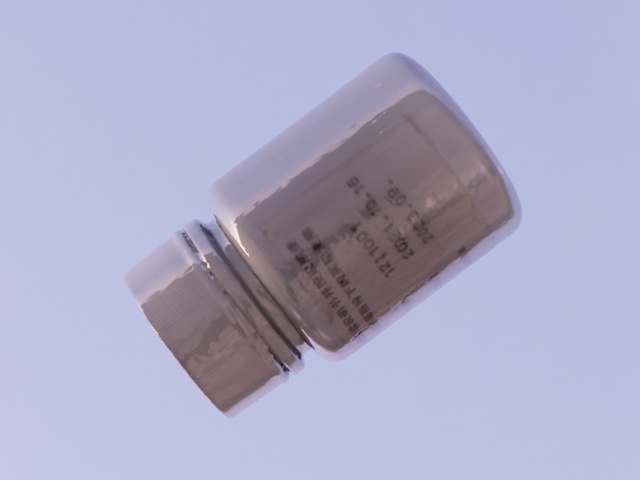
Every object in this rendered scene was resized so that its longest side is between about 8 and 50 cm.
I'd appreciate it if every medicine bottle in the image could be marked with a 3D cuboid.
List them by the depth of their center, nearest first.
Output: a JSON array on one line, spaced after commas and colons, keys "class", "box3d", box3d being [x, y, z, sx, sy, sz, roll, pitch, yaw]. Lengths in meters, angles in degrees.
[{"class": "medicine bottle", "box3d": [0.000, 0.000, 0.587, 0.130, 0.080, 0.080, -37, -65, 0]}]
